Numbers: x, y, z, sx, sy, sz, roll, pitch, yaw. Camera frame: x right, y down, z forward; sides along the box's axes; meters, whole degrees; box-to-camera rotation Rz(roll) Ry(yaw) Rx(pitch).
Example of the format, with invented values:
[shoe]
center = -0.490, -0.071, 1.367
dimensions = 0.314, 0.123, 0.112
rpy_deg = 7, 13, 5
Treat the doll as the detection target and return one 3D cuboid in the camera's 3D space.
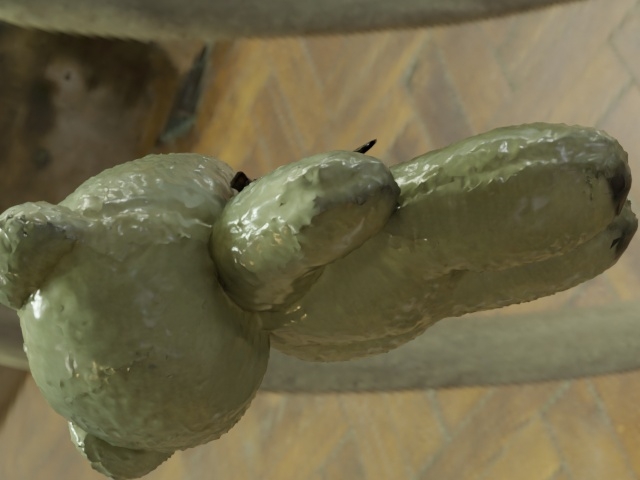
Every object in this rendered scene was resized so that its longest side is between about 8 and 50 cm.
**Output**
[doll]
center = 0.001, 0.001, 0.682
dimensions = 0.278, 0.175, 0.149
rpy_deg = -12, 40, 8
